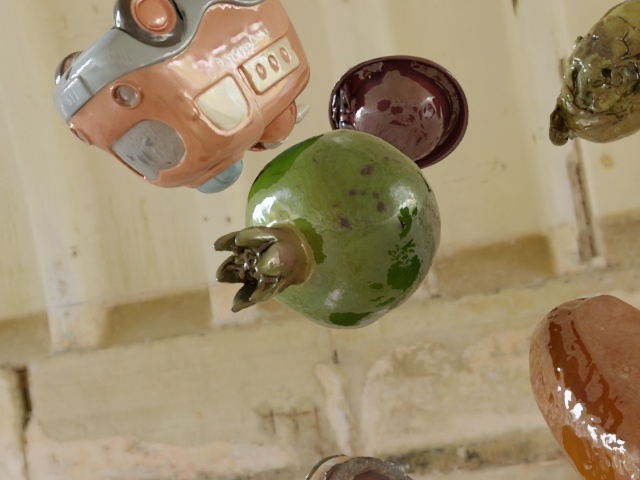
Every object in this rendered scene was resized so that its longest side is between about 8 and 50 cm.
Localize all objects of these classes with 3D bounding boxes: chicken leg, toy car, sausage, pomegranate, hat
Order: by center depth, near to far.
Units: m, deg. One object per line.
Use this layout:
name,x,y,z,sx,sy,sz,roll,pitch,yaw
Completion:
sausage,0.258,0.148,0.795,0.133,0.133,0.258,-9,35,-11
pomegranate,0.000,-0.002,0.837,0.187,0.187,0.225,-13,9,44
toy car,-0.131,-0.165,0.998,0.180,0.212,0.270,-25,14,50
hat,0.112,-0.173,1.358,0.206,0.205,0.089,-10,37,13
chicken leg,0.463,-0.299,1.391,0.153,0.429,0.201,23,-42,10

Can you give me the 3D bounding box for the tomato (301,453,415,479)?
tomato,0.007,0.332,1.009,0.214,0.181,0.155,-54,12,-17
